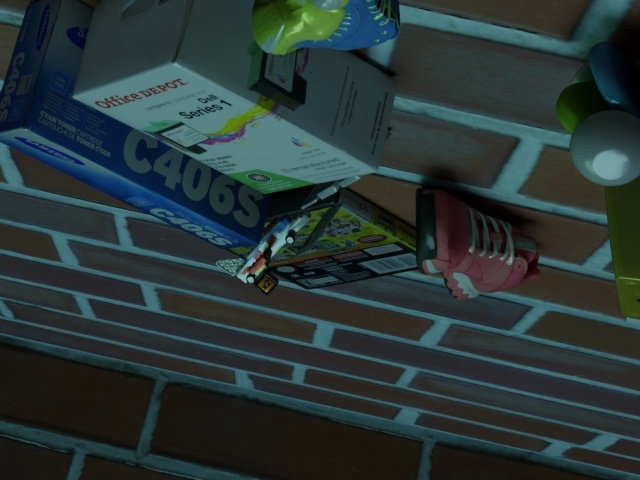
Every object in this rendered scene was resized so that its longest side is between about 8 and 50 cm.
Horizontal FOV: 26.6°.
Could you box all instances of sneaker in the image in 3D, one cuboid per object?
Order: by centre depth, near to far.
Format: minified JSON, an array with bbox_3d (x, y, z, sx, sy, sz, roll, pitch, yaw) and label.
[{"bbox_3d":[0.032,-0.234,1.213,0.126,0.091,0.240,0,169,-25],"label":"sneaker"},{"bbox_3d":[0.213,-0.003,1.792,0.136,0.116,0.314,-5,165,20],"label":"sneaker"}]

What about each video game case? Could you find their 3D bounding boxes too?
[{"bbox_3d":[0.000,0.000,1.984,0.275,0.035,0.248,-12,151,41],"label":"video game case"}]

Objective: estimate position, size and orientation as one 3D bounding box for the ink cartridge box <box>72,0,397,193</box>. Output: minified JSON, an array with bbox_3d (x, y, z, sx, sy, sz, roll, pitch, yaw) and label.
[{"bbox_3d":[-0.091,-0.162,1.437,0.278,0.117,0.201,26,159,-36],"label":"ink cartridge box"}]

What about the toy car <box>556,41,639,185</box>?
[{"bbox_3d":[0.314,-0.130,1.249,0.182,0.159,0.136,12,129,4],"label":"toy car"}]

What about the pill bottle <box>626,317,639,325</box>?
[{"bbox_3d":[0.514,0.087,1.815,0.193,0.108,0.108,8,162,18],"label":"pill bottle"}]

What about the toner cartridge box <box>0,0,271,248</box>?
[{"bbox_3d":[-0.197,-0.127,1.548,0.075,0.165,0.348,-7,155,45],"label":"toner cartridge box"}]

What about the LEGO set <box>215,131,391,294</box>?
[{"bbox_3d":[-0.029,-0.033,1.634,0.060,0.244,0.182,39,158,-12],"label":"LEGO set"}]

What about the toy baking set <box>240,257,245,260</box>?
[{"bbox_3d":[-0.055,0.010,2.124,0.256,0.030,0.197,21,157,-32],"label":"toy baking set"}]

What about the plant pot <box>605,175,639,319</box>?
[{"bbox_3d":[0.402,-0.015,1.436,0.212,0.187,0.212,7,163,18],"label":"plant pot"}]
